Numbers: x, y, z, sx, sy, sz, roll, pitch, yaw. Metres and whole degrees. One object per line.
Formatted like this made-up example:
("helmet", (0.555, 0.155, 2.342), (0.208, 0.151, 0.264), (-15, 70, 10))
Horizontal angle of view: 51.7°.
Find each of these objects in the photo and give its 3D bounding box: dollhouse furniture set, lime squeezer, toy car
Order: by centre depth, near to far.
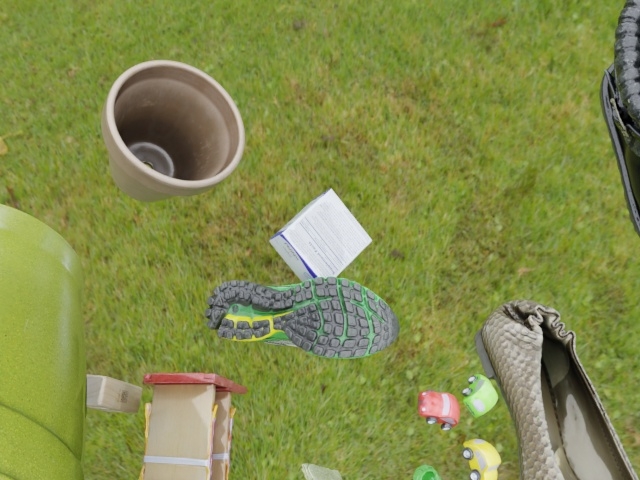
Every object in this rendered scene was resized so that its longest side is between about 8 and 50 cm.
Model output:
("dollhouse furniture set", (-0.306, 0.298, 0.962), (0.374, 0.152, 0.201), (-1, 70, 11))
("toy car", (0.307, 0.342, 1.319), (0.239, 0.053, 0.225), (53, 40, -8))
("lime squeezer", (0.249, 0.525, 1.404), (0.110, 0.310, 0.059), (36, 81, 13))

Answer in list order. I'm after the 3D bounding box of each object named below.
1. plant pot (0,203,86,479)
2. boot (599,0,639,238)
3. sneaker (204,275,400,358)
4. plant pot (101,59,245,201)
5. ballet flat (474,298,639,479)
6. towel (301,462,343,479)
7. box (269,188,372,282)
("plant pot", (-0.410, 0.152, 0.712), (0.367, 0.366, 0.353), (1, 43, -5))
("boot", (0.424, -0.103, 0.765), (0.131, 0.260, 0.347), (-24, 81, 13))
("sneaker", (-0.023, 0.130, 1.172), (0.344, 0.146, 0.134), (6, 82, 24))
("plant pot", (-0.310, -0.183, 1.298), (0.263, 0.229, 0.263), (11, 67, -27))
("ballet flat", (0.157, 0.123, 0.396), (0.084, 0.058, 0.249), (25, 30, -22))
("towel", (0.020, 0.528, 1.403), (0.027, 0.148, 0.110), (-39, 51, 9))
("box", (0.000, 0.000, 1.201), (0.137, 0.072, 0.126), (-43, 100, -27))
